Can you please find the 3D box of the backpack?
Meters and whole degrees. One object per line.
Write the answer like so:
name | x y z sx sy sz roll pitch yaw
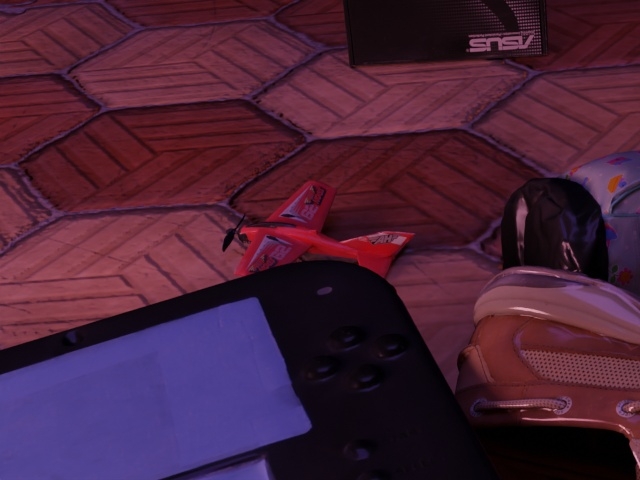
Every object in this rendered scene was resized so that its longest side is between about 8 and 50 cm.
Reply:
backpack | 0.220 -0.002 1.030 0.182 0.115 0.152 -5 17 -11

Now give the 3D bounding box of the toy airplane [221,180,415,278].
toy airplane | 0.000 0.000 1.182 0.151 0.028 0.151 -6 28 3

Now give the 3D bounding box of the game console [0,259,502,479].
game console | -0.110 0.145 0.852 0.386 0.060 0.342 -17 27 -6

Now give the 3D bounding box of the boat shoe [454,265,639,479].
boat shoe | 0.211 0.108 0.844 0.324 0.123 0.116 11 62 38

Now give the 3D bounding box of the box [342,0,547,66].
box | 0.112 -0.257 1.490 0.190 0.184 0.045 -2 25 9
